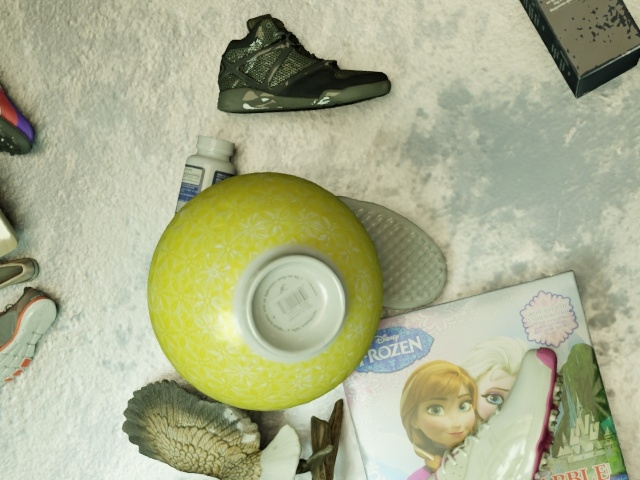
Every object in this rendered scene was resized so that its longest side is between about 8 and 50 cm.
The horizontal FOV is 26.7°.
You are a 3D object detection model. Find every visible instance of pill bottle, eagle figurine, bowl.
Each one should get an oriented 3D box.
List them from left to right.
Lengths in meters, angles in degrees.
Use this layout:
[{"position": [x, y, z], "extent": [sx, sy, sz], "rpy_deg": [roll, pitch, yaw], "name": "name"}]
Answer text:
[{"position": [-0.148, -0.073, 1.763], "extent": [0.067, 0.067, 0.120], "rpy_deg": [13, 90, 10], "name": "pill bottle"}, {"position": [-0.128, 0.306, 1.690], "extent": [0.298, 0.226, 0.225], "rpy_deg": [2, 109, 5], "name": "eagle figurine"}, {"position": [-0.046, 0.067, 1.561], "extent": [0.290, 0.156, 0.289], "rpy_deg": [-1, 95, -16], "name": "bowl"}]

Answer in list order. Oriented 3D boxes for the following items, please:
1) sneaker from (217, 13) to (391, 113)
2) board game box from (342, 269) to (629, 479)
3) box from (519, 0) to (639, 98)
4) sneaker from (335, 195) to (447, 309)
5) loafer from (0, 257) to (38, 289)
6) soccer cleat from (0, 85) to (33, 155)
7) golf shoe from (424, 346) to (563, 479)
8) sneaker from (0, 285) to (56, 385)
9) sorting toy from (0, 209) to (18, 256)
[{"position": [-0.023, -0.230, 1.736], "extent": [0.228, 0.087, 0.130], "rpy_deg": [0, 95, 15], "name": "sneaker"}, {"position": [0.203, 0.228, 1.691], "extent": [0.319, 0.066, 0.317], "rpy_deg": [-16, 86, 9], "name": "board game box"}, {"position": [0.314, -0.271, 1.643], "extent": [0.093, 0.156, 0.158], "rpy_deg": [-28, 84, 7], "name": "box"}, {"position": [0.000, 0.000, 1.716], "extent": [0.321, 0.127, 0.126], "rpy_deg": [20, 83, -15], "name": "sneaker"}, {"position": [-0.445, 0.051, 1.825], "extent": [0.125, 0.039, 0.045], "rpy_deg": [-18, 86, 9], "name": "loafer"}, {"position": [-0.499, -0.238, 1.818], "extent": [0.318, 0.108, 0.116], "rpy_deg": [36, 66, 3], "name": "soccer cleat"}, {"position": [0.199, 0.266, 1.602], "extent": [0.140, 0.115, 0.306], "rpy_deg": [16, 91, 13], "name": "golf shoe"}, {"position": [-0.418, 0.129, 1.819], "extent": [0.158, 0.061, 0.065], "rpy_deg": [-50, 54, 4], "name": "sneaker"}, {"position": [-0.573, -0.051, 1.788], "extent": [0.256, 0.089, 0.257], "rpy_deg": [-28, 111, 4], "name": "sorting toy"}]
